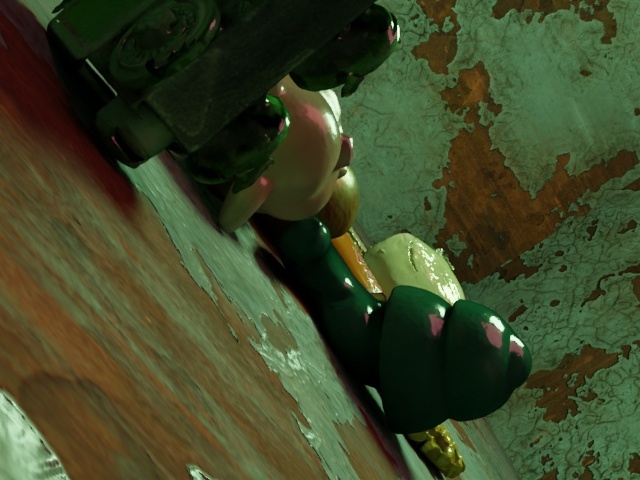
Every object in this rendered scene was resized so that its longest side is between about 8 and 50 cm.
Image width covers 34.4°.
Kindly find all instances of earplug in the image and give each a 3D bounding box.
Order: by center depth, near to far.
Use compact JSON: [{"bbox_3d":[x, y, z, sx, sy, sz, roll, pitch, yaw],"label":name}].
[{"bbox_3d":[0.090,0.087,1.121,0.164,0.280,0.257,-53,147,-65],"label":"earplug"}]

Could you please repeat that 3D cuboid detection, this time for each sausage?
[{"bbox_3d":[0.000,0.000,1.362,0.234,0.071,0.071,59,5,27],"label":"sausage"}]

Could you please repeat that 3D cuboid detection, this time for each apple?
[{"bbox_3d":[-0.016,-0.046,1.217,0.126,0.126,0.102,13,68,-84],"label":"apple"}]

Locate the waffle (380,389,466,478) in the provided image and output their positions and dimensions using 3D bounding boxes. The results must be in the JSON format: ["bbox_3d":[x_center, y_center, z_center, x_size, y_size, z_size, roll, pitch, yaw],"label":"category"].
[{"bbox_3d":[0.122,0.219,1.311,0.191,0.038,0.191,56,4,-6],"label":"waffle"}]

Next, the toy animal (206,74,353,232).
[{"bbox_3d":[-0.047,-0.099,1.036,0.250,0.154,0.166,-144,-137,-89],"label":"toy animal"}]

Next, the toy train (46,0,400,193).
[{"bbox_3d":[-0.067,-0.157,0.739,0.132,0.243,0.188,52,-3,-41],"label":"toy train"}]

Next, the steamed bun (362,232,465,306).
[{"bbox_3d":[0.169,0.101,1.706,0.238,0.153,0.170,59,-15,22],"label":"steamed bun"}]

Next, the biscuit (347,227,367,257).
[{"bbox_3d":[-0.023,-0.099,1.922,0.378,0.054,0.094,57,5,10],"label":"biscuit"}]
